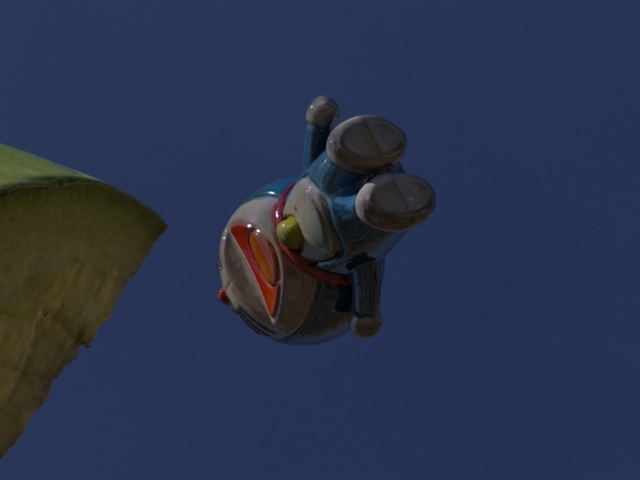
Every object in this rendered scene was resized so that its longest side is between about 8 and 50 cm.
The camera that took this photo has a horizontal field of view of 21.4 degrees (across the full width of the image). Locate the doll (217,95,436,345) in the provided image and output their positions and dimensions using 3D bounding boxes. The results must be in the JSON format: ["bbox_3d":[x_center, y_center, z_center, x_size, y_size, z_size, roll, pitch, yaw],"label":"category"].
[{"bbox_3d":[0.000,0.000,0.857,0.085,0.114,0.152,-12,-20,-33],"label":"doll"}]

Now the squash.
[{"bbox_3d":[-0.252,0.014,0.999,0.237,0.155,0.204,-56,-39,-14],"label":"squash"}]
